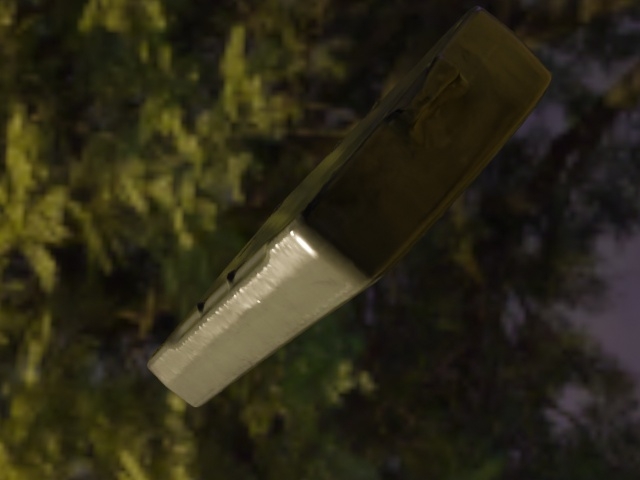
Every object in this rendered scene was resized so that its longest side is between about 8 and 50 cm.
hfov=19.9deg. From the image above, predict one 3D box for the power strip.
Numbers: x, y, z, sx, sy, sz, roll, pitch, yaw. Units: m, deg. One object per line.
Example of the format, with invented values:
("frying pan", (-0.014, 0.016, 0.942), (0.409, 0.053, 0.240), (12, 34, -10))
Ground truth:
("power strip", (0.000, 0.000, 0.523), (0.080, 0.029, 0.227), (-50, 3, -22))
